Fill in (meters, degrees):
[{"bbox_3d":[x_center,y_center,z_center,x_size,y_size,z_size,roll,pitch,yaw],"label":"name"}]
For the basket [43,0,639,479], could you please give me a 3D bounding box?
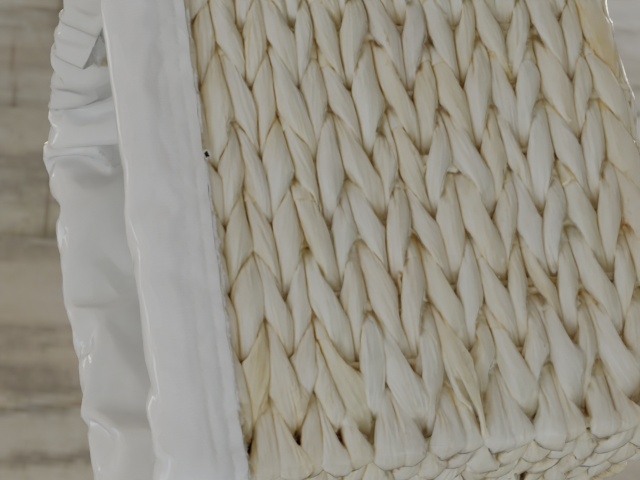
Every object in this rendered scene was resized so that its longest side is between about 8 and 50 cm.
[{"bbox_3d":[0.000,0.000,0.898,0.267,0.328,0.331,-6,-109,-14],"label":"basket"}]
